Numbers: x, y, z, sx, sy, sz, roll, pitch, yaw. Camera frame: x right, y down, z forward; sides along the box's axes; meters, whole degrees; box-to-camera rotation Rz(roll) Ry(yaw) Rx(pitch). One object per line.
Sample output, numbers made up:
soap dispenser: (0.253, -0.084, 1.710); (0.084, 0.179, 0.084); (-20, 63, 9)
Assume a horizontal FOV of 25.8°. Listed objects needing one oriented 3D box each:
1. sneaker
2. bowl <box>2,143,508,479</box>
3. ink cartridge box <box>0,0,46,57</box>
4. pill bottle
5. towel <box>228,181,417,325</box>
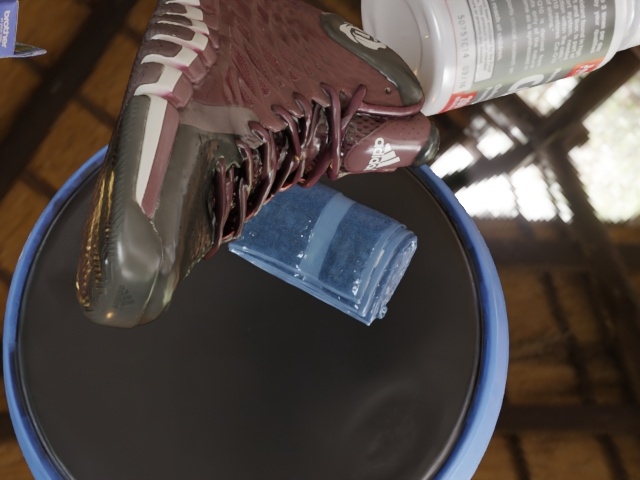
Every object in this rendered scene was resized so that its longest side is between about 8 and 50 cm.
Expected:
sneaker: (-0.017, -0.050, 0.690); (0.163, 0.106, 0.281); (18, -141, -9)
bowl: (-0.052, 0.073, 1.057); (0.391, 0.391, 0.077); (51, 173, 13)
ink cartridge box: (-0.399, -0.193, 1.196); (0.186, 0.065, 0.311); (17, -164, 24)
pill bottle: (0.198, -0.230, 1.375); (0.283, 0.161, 0.161); (-16, -124, -21)
towel: (0.000, 0.000, 0.883); (0.119, 0.067, 0.029); (27, -175, 31)
